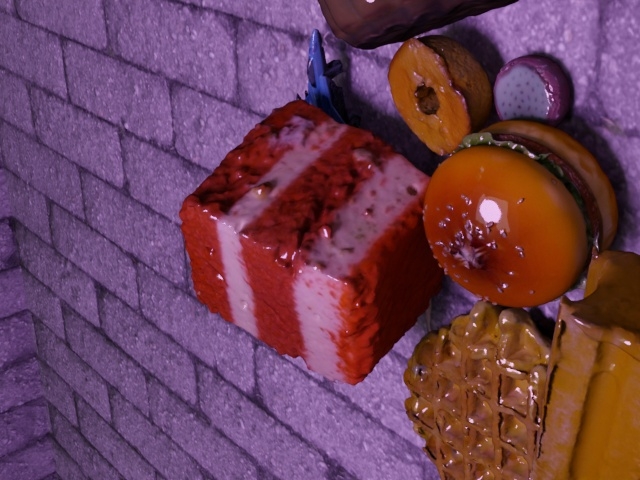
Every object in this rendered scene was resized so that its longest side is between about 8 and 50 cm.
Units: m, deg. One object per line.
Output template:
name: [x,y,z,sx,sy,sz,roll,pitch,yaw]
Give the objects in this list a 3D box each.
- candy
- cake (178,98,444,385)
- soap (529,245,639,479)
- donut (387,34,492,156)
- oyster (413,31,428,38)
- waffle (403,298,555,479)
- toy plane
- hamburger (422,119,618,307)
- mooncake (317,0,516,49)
candy: [0.264,-0.180,1.182,0.103,0.043,0.103,28,126,46]
cake: [0.000,0.000,1.367,0.319,0.269,0.270,27,147,24]
soap: [0.393,0.205,1.030,0.293,0.156,0.335,17,131,25]
donut: [0.162,-0.198,1.260,0.162,0.065,0.178,60,163,-3]
oyster: [0.130,-0.319,1.273,0.083,0.080,0.038,-34,51,22]
waffle: [0.269,0.282,1.378,0.380,0.095,0.382,56,145,15]
toy plane: [0.011,-0.219,1.465,0.169,0.078,0.247,34,139,39]
hamburger: [0.232,-0.017,1.165,0.246,0.170,0.246,28,137,29]
mooncake: [0.124,-0.327,1.088,0.290,0.290,0.161,-8,103,55]
